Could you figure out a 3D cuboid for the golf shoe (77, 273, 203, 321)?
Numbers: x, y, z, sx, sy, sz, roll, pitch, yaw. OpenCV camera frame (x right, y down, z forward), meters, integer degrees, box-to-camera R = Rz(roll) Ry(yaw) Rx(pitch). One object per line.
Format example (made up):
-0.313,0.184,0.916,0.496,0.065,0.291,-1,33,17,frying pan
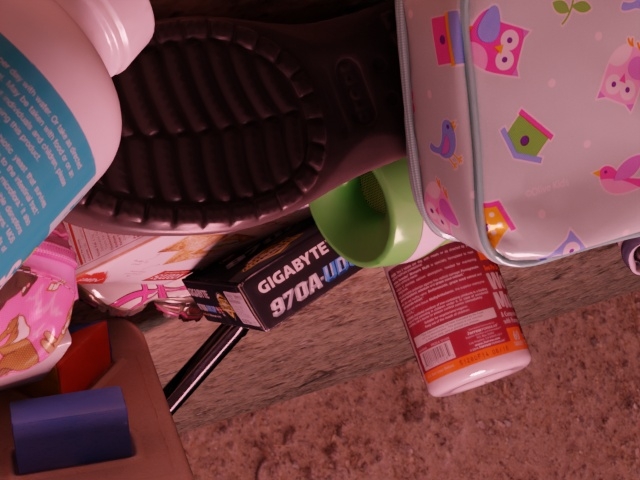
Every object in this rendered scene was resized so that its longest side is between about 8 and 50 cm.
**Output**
-0.172,0.029,1.455,0.186,0.067,0.086,6,119,-51,golf shoe

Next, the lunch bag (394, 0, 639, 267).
0.187,-0.118,0.956,0.279,0.224,0.108,-16,-163,-23,lunch bag

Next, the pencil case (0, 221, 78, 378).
-0.288,0.007,0.902,0.160,0.167,0.386,-58,164,2,pencil case

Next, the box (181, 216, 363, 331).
0.000,0.000,1.324,0.220,0.051,0.175,-33,-168,-17,box

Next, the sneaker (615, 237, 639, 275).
0.398,-0.041,1.782,0.099,0.153,0.282,-34,164,23,sneaker

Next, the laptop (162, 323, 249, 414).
-0.280,0.140,1.639,0.408,0.236,0.382,-48,-177,3,laptop

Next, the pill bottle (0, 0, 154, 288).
-0.191,-0.036,0.678,0.264,0.146,0.146,-51,-178,-24,pill bottle

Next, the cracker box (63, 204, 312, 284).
-0.092,-0.032,1.252,0.232,0.067,0.155,-24,168,25,cracker box

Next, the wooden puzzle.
-0.288,0.154,1.264,0.322,0.080,0.348,-7,-156,-12,wooden puzzle

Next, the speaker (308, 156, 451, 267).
0.134,-0.077,1.191,0.296,0.131,0.131,-23,172,-33,speaker

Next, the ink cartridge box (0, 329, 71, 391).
-0.307,0.060,1.175,0.176,0.128,0.127,-14,167,-27,ink cartridge box

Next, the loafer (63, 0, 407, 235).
-0.041,-0.073,0.974,0.366,0.134,0.130,-12,177,-34,loafer

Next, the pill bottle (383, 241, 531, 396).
0.140,0.051,1.635,0.121,0.221,0.121,-18,168,-4,pill bottle
